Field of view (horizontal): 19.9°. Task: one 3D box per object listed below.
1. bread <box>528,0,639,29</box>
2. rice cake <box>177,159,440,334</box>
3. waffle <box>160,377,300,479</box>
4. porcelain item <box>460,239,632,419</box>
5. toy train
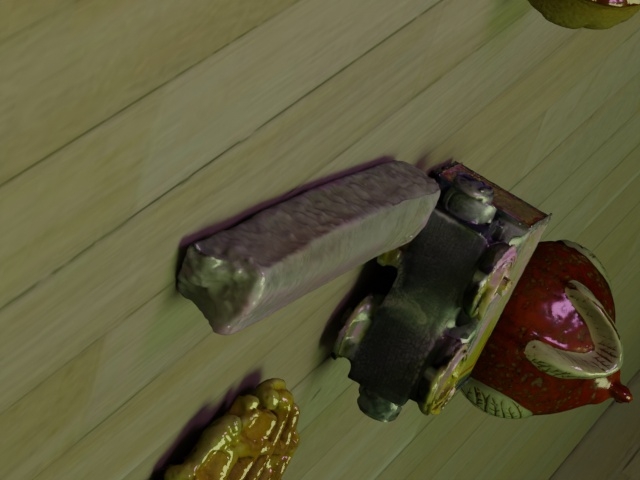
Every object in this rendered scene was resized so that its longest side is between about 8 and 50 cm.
[{"bbox_3d":[0.259,-0.259,1.675,0.156,0.125,0.086,-52,180,-34],"label":"bread"},{"bbox_3d":[0.001,0.000,1.486,0.070,0.064,0.399,-59,164,24],"label":"rice cake"},{"bbox_3d":[-0.112,0.264,1.644,0.301,0.058,0.282,-52,163,-22],"label":"waffle"},{"bbox_3d":[0.292,0.128,2.259,0.253,0.253,0.253,-51,162,-24],"label":"porcelain item"},{"bbox_3d":[0.118,0.052,1.789,0.177,0.134,0.261,-24,142,-63],"label":"toy train"}]
